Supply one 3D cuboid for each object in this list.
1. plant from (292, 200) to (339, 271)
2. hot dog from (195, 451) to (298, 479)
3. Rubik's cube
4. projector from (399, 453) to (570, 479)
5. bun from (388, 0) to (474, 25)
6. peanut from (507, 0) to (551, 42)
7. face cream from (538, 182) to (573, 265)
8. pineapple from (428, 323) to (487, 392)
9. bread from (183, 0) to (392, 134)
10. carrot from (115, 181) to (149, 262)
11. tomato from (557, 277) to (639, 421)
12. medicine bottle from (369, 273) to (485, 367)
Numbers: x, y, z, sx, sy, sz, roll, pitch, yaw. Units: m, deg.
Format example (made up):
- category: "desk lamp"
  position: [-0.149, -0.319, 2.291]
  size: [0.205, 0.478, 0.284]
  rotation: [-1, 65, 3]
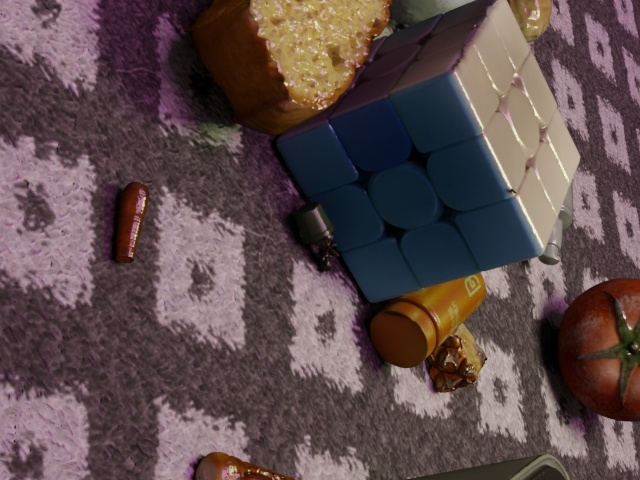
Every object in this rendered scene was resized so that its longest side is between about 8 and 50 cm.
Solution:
- category: "plant"
  position: [0.000, 0.000, 1.514]
  size: [0.051, 0.051, 0.102]
  rotation: [-51, 123, -52]
- category: "hot dog"
  position: [-0.058, 0.295, 1.292]
  size: [0.215, 0.047, 0.066]
  rotation: [34, 51, -44]
- category: "Rubik's cube"
  position: [0.161, -0.131, 1.594]
  size: [0.292, 0.290, 0.291]
  rotation: [60, 35, -20]
- category: "projector"
  position: [0.183, 0.424, 1.401]
  size: [0.248, 0.249, 0.248]
  rotation: [-13, 86, -57]
- category: "bun"
  position: [0.146, -0.507, 1.826]
  size: [0.354, 0.194, 0.355]
  rotation: [12, 74, -49]
- category: "peanut"
  position: [0.384, -0.536, 2.261]
  size: [0.149, 0.149, 0.313]
  rotation: [12, 61, -54]
- category: "face cream"
  position: [0.430, -0.065, 2.135]
  size: [0.101, 0.101, 0.252]
  rotation: [39, 46, -40]
- category: "pineapple"
  position: [0.213, 0.169, 1.733]
  size: [0.116, 0.069, 0.137]
  rotation: [25, 53, -48]
- category: "bread"
  position: [-0.056, -0.261, 1.439]
  size: [0.194, 0.179, 0.340]
  rotation: [55, 39, -22]
- category: "carrot"
  position: [-0.208, -0.021, 1.233]
  size: [0.032, 0.032, 0.093]
  rotation: [31, 55, -45]
- category: "tomato"
  position: [0.568, 0.200, 2.079]
  size: [0.265, 0.264, 0.265]
  rotation: [30, 52, -46]
- category: "medicine bottle"
  position: [0.159, 0.101, 1.638]
  size: [0.192, 0.096, 0.096]
  rotation: [-36, 105, -48]
